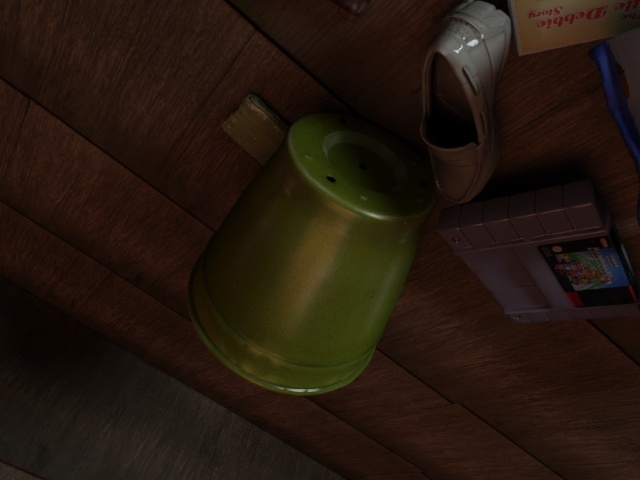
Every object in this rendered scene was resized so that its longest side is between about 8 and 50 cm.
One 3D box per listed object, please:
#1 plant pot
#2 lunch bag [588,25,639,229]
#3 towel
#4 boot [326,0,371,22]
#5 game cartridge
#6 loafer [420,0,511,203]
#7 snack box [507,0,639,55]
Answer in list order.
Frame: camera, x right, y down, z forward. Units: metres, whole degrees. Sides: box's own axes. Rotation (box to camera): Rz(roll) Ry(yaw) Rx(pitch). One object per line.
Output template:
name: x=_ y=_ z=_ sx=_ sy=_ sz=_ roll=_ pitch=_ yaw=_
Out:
plant pot: x=0.000 y=0.000 z=0.842 sx=0.367 sy=0.366 sz=0.353 roll=25 pitch=130 yaw=-3
lunch bag: x=0.504 y=-0.096 z=0.504 sx=0.328 sy=0.238 sz=0.386 roll=-16 pitch=160 yaw=38
towel: x=-0.093 y=-0.179 z=0.899 sx=0.148 sy=0.027 sz=0.110 roll=39 pitch=141 yaw=-21
boot: x=0.038 y=-0.338 z=0.633 sx=0.106 sy=0.037 sz=0.114 roll=25 pitch=148 yaw=-24
game cartridge: x=0.373 y=0.043 z=0.849 sx=0.230 sy=0.068 sz=0.355 roll=-7 pitch=145 yaw=39
loafer: x=0.177 y=-0.154 z=0.692 sx=0.112 sy=0.111 sz=0.319 roll=33 pitch=157 yaw=32
snack box: x=0.345 y=-0.306 z=0.496 sx=0.322 sy=0.060 sz=0.187 roll=-3 pitch=136 yaw=29
